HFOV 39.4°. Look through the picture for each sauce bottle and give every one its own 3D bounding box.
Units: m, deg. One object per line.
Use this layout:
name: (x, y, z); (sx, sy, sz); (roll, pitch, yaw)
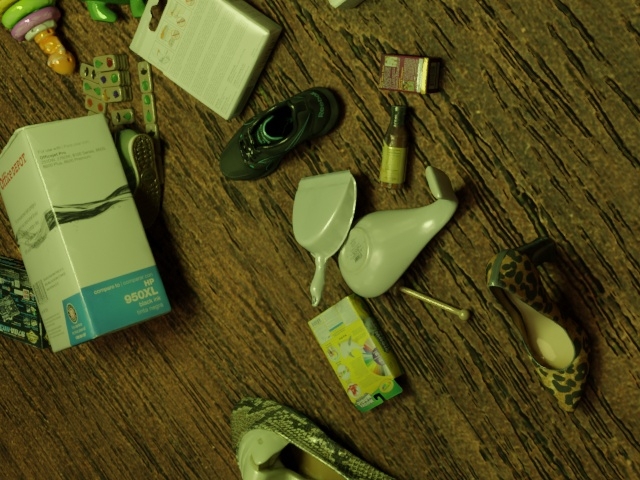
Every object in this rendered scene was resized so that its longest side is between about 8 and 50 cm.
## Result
sauce bottle: (0.116, -0.144, 1.379); (0.042, 0.042, 0.128); (15, 106, 33)

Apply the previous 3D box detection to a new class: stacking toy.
stacking toy: (-0.573, -0.457, 1.757); (0.165, 0.175, 0.302); (-26, 99, 37)

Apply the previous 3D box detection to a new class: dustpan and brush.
dustpan and brush: (0.000, 0.000, 1.451); (0.147, 0.060, 0.211); (-4, 65, 53)

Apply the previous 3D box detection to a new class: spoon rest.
spoon rest: (0.120, -0.011, 1.382); (0.276, 0.084, 0.137); (-43, 52, 43)

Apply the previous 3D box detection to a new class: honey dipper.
honey dipper: (0.163, 0.089, 1.406); (0.160, 0.030, 0.030); (21, 112, 28)

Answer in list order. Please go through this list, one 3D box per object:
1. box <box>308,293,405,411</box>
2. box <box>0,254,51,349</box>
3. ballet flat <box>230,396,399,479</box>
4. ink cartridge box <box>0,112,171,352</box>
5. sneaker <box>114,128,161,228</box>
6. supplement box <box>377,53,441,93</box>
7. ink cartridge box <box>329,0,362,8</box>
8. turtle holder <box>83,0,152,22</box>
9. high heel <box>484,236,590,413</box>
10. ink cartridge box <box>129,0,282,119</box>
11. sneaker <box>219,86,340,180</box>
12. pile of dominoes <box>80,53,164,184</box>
box: (0.065, 0.188, 1.491); (0.105, 0.043, 0.179); (-36, 77, 35)
box: (-0.682, 0.134, 2.012); (0.220, 0.051, 0.175); (10, 106, 34)
ballet flat: (-0.012, 0.414, 1.510); (0.483, 0.182, 0.164); (25, 115, 29)
ink cartridge box: (-0.462, -0.008, 1.702); (0.285, 0.166, 0.395); (-20, 88, 57)
sneaker: (-0.355, -0.123, 1.700); (0.086, 0.064, 0.192); (28, 127, 40)
supplement box: (0.133, -0.250, 1.340); (0.083, 0.043, 0.055); (14, 109, 32)
ink cartridge box: (0.062, -0.426, 1.342); (0.135, 0.056, 0.099); (-29, 83, 36)
turtle holder: (-0.415, -0.519, 1.581); (0.320, 0.243, 0.227); (-164, 82, -65)
high heel: (0.290, 0.133, 1.224); (0.093, 0.186, 0.261); (-11, 94, 37)
ink cartridge box: (-0.198, -0.342, 1.524); (0.224, 0.056, 0.181); (37, 121, 10)
sneaker: (-0.092, -0.176, 1.482); (0.267, 0.106, 0.101); (-31, 83, 38)
pile of dominoes: (-0.398, -0.230, 1.731); (0.196, 0.040, 0.251); (1, 101, 35)
